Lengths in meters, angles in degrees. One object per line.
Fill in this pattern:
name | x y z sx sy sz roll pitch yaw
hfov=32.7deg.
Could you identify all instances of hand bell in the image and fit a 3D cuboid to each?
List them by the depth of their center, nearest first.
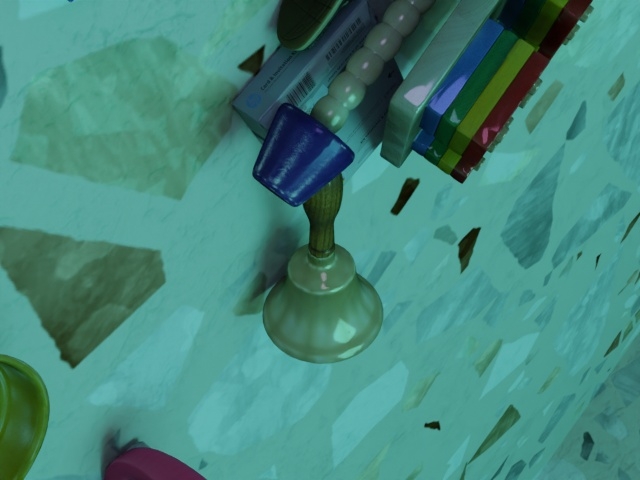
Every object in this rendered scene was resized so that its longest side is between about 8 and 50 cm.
hand bell | 0.000 0.000 1.041 0.126 0.126 0.242 -37 149 -26

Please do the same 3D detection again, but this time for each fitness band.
fitness band | -0.138 0.324 1.120 0.054 0.209 0.290 -34 147 -33

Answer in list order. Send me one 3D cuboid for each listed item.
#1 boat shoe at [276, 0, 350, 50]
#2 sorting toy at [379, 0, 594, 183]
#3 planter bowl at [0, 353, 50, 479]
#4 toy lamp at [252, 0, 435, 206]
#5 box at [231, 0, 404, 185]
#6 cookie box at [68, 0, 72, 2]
boat shoe | 0.019 -0.220 0.897 0.049 0.056 0.152 18 108 -55
sorting toy | 0.165 -0.173 0.960 0.255 0.089 0.257 -54 176 -4
planter bowl | -0.312 0.144 0.786 0.217 0.090 0.217 -36 148 -27
toy lamp | 0.043 -0.149 0.910 0.274 0.080 0.080 -52 152 0
box | 0.009 -0.127 1.007 0.145 0.038 0.186 -50 151 -5
cookie box | -0.140 -0.202 0.652 0.092 0.040 0.107 -49 180 -7
